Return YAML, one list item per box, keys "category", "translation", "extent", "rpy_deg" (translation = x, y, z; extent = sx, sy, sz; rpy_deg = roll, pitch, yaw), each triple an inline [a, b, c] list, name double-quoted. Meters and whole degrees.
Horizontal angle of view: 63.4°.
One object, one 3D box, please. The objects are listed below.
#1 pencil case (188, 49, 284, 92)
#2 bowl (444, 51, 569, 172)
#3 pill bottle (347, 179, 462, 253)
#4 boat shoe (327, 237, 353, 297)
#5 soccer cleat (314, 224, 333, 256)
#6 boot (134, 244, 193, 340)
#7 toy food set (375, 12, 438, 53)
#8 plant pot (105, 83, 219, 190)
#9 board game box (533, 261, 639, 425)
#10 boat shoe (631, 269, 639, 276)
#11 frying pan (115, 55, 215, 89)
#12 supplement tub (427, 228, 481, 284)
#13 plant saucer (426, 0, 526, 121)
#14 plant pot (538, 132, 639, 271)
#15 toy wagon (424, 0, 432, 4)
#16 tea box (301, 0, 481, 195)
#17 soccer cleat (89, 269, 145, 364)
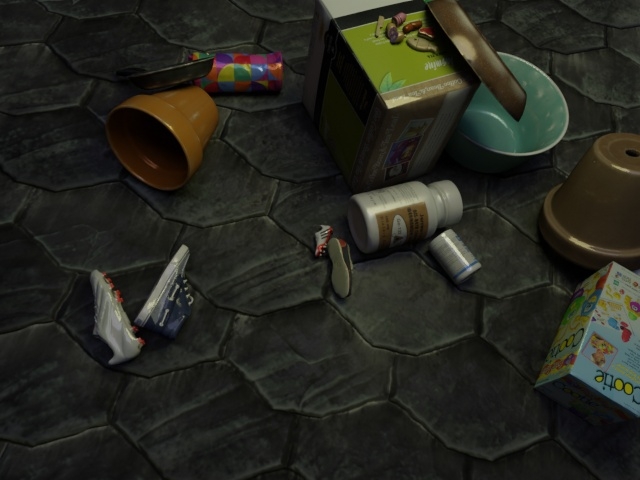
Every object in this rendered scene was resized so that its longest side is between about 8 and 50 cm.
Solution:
- category: "pencil case"
  translation: [-0.209, -0.420, 1.283]
  extent: [0.236, 0.104, 0.104]
  rpy_deg: [-1, 64, -9]
- category: "bowl"
  translation: [0.411, -0.288, 1.259]
  extent: [0.311, 0.163, 0.311]
  rpy_deg: [3, 64, -6]
- category: "pill bottle"
  translation: [0.185, -0.059, 1.135]
  extent: [0.229, 0.131, 0.131]
  rpy_deg: [-14, 67, -14]
- category: "boat shoe"
  translation: [0.049, 0.059, 1.110]
  extent: [0.043, 0.049, 0.137]
  rpy_deg: [17, 53, -44]
- category: "soccer cleat"
  translation: [0.000, 0.000, 1.142]
  extent: [0.036, 0.029, 0.083]
  rpy_deg: [19, 60, 12]
- category: "boot"
  translation: [-0.290, 0.104, 1.041]
  extent: [0.086, 0.069, 0.190]
  rpy_deg: [32, 58, -16]
- category: "toy food set"
  translation: [0.170, -0.406, 0.997]
  extent: [0.122, 0.019, 0.078]
  rpy_deg: [13, 63, -2]
- category: "plant pot"
  translation: [-0.325, -0.246, 1.138]
  extent: [0.205, 0.205, 0.188]
  rpy_deg: [26, 49, 6]
- category: "board game box"
  translation: [0.573, 0.208, 1.047]
  extent: [0.144, 0.142, 0.275]
  rpy_deg: [33, 64, 9]
- category: "boat shoe"
  translation: [0.792, 0.120, 1.143]
  extent: [0.302, 0.109, 0.094]
  rpy_deg: [19, 107, 14]
- category: "frying pan"
  translation: [-0.384, -0.368, 1.162]
  extent: [0.326, 0.053, 0.197]
  rpy_deg: [-3, 24, 23]
- category: "supplement tub"
  translation: [0.294, 0.037, 1.136]
  extent: [0.071, 0.071, 0.107]
  rpy_deg: [-29, 72, -19]
- category: "plant saucer"
  translation: [0.334, -0.381, 1.067]
  extent: [0.310, 0.050, 0.310]
  rpy_deg: [39, 30, -28]
- category: "plant pot"
  translation: [0.635, -0.099, 1.119]
  extent: [0.263, 0.229, 0.263]
  rpy_deg: [-1, 45, 1]
- category: "toy wagon"
  translation: [0.257, -0.711, 1.499]
  extent: [0.344, 0.068, 0.267]
  rpy_deg: [43, 67, 14]
- category: "tea box"
  translation: [0.129, -0.328, 1.150]
  extent: [0.220, 0.329, 0.323]
  rpy_deg: [-19, 69, -16]
- category: "soccer cleat"
  translation: [-0.411, 0.145, 0.997]
  extent: [0.076, 0.068, 0.196]
  rpy_deg: [-28, 73, -16]
